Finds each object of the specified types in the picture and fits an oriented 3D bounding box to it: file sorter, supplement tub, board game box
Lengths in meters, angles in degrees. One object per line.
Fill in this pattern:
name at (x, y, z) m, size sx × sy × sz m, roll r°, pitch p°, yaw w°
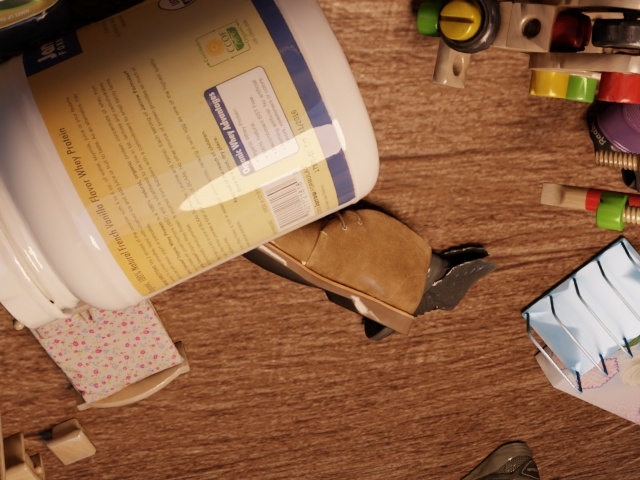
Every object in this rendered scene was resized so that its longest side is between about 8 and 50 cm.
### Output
file sorter at (0.366, 0.101, 1.243) m, size 0.170 × 0.104 × 0.118 m, roll -40°, pitch 93°, yaw 16°
supplement tub at (-0.134, -0.079, 0.800) m, size 0.316 × 0.228 × 0.228 m, roll -25°, pitch 136°, yaw -5°
board game box at (0.531, 0.136, 1.407) m, size 0.319 × 0.066 × 0.318 m, roll 25°, pitch 118°, yaw -37°

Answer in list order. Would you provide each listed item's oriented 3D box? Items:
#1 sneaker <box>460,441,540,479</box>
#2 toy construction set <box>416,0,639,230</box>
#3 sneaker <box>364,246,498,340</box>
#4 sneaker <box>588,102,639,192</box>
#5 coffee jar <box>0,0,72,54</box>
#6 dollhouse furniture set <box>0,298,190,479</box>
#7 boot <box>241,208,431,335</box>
sneaker at (0.274, 0.441, 1.548) m, size 0.087 × 0.130 × 0.227 m, roll 22°, pitch 122°, yaw -34°
toy construction set at (0.227, -0.160, 0.925) m, size 0.237 × 0.257 × 0.308 m, roll 9°, pitch 124°, yaw 29°
sneaker at (0.135, 0.070, 1.192) m, size 0.089 × 0.051 × 0.170 m, roll 21°, pitch 118°, yaw -31°
sneaker at (0.425, -0.102, 1.135) m, size 0.283 × 0.107 × 0.124 m, roll 25°, pitch 133°, yaw -34°
coffee jar at (-0.262, -0.229, 0.725) m, size 0.096 × 0.079 × 0.184 m, roll -21°, pitch 136°, yaw -2°
dollhouse furniture set at (-0.241, 0.190, 1.063) m, size 0.356 × 0.173 × 0.303 m, roll -21°, pitch 136°, yaw -2°
boot at (0.000, 0.000, 1.061) m, size 0.305 × 0.112 × 0.115 m, roll 27°, pitch 87°, yaw -34°
